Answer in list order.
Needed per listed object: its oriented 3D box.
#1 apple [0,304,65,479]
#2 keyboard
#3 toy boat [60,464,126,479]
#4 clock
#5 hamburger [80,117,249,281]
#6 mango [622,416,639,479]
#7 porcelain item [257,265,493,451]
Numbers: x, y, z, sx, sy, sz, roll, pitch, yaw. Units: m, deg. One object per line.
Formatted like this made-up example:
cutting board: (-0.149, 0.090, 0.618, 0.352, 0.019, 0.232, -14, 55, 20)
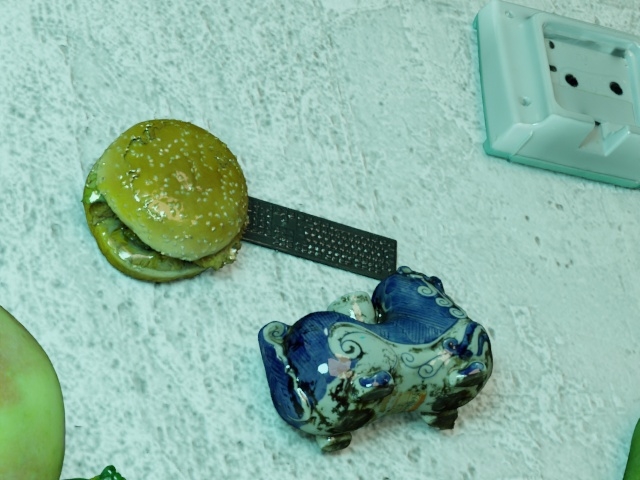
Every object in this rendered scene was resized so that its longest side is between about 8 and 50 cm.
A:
apple: (-0.385, 0.172, 1.459, 0.319, 0.277, 0.319, 3, 83, -21)
keyboard: (0.000, 0.000, 1.972, 0.202, 0.011, 0.067, 16, 56, -19)
toy boat: (-0.288, 0.292, 1.610, 0.229, 0.088, 0.089, -31, 80, -37)
clock: (0.346, -0.205, 2.202, 0.262, 0.116, 0.231, 12, 57, -22)
hamburger: (-0.164, -0.043, 1.850, 0.191, 0.118, 0.182, 50, 56, 1)
mango: (0.434, 0.280, 1.967, 0.156, 0.114, 0.251, 41, 51, -10)
porcelain item: (0.062, 0.120, 1.862, 0.288, 0.138, 0.186, -8, 56, -31)
